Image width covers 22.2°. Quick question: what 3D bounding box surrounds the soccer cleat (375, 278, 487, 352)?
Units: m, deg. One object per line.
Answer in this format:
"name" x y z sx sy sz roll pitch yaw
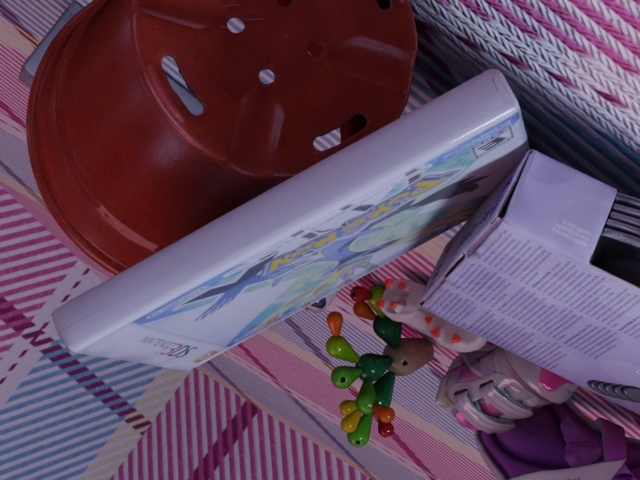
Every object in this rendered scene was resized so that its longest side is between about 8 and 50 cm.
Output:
"soccer cleat" 0.140 0.085 1.837 0.076 0.068 0.196 26 177 -32

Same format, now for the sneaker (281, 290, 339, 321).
"sneaker" -0.073 0.029 2.147 0.153 0.094 0.235 41 168 -14

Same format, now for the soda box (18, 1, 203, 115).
"soda box" -0.200 -0.138 1.846 0.286 0.098 0.091 38 169 -9

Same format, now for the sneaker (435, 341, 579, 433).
"sneaker" 0.207 0.169 1.836 0.103 0.111 0.252 38 168 -8

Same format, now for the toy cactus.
"toy cactus" 0.086 0.155 2.083 0.112 0.219 0.180 5 -169 40

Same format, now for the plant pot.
"plant pot" -0.066 -0.114 1.207 0.272 0.272 0.265 38 160 -6

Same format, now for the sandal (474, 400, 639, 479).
"sandal" 0.272 0.245 1.787 0.102 0.169 0.416 53 167 -23

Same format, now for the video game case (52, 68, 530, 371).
"video game case" 0.000 0.000 1.169 0.036 0.329 0.300 62 -175 11

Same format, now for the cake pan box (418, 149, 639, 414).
"cake pan box" 0.218 0.047 1.218 0.246 0.070 0.267 24 162 -1
